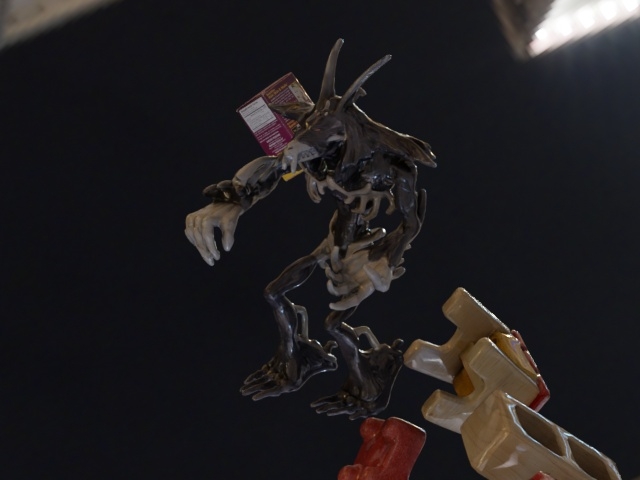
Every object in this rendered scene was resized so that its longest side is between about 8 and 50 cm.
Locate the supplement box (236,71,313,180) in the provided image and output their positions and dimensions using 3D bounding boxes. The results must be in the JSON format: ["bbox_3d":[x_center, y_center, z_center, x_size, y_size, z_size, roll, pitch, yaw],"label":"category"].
[{"bbox_3d":[-0.031,-0.108,1.676,0.083,0.043,0.055,56,-137,-6],"label":"supplement box"}]

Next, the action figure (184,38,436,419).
[{"bbox_3d":[0.000,0.000,1.302,0.141,0.164,0.275,-29,-52,-47],"label":"action figure"}]

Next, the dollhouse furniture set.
[{"bbox_3d":[0.130,0.224,1.262,0.152,0.201,0.374,33,-164,-21],"label":"dollhouse furniture set"}]
